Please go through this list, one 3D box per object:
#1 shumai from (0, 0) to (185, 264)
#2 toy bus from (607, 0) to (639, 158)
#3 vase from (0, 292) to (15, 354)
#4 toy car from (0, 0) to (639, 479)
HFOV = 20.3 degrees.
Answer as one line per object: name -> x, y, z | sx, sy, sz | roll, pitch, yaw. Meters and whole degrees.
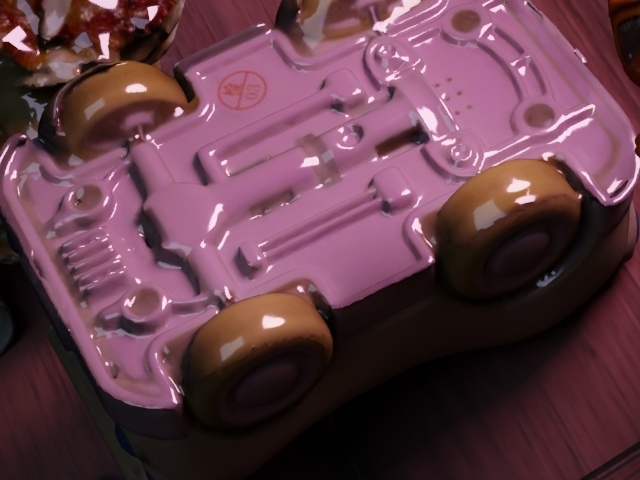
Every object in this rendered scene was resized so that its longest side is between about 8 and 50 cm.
shumai -> -0.192, -0.124, 1.180 | 0.189, 0.218, 0.256 | -4, 68, -17
toy bus -> 0.246, -0.041, 0.862 | 0.143, 0.329, 0.153 | -1, 75, 27
vase -> -0.296, -0.012, 1.281 | 0.096, 0.096, 0.219 | -35, 57, 13
toy car -> 0.000, 0.000, 1.071 | 0.336, 0.226, 0.242 | -27, 58, -13
